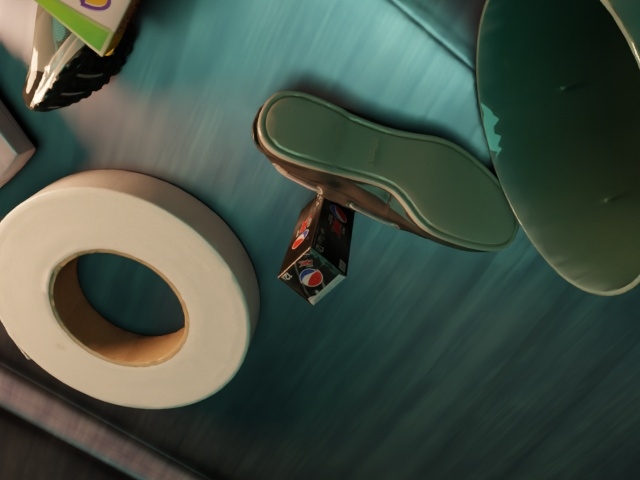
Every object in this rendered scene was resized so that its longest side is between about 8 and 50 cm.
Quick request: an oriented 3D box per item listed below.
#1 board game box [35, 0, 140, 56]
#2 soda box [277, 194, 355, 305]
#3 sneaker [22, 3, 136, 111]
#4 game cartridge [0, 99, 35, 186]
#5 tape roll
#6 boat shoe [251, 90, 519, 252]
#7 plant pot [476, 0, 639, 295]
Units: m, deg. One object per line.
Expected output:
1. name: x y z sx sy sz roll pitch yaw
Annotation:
1. board game box: -0.187 -0.262 0.418 0.124 0.039 0.259 40 141 -18
2. soda box: 0.000 0.000 0.622 0.053 0.169 0.060 40 116 -14
3. sneaker: -0.261 -0.261 0.565 0.108 0.100 0.271 36 111 -2
4. game cartridge: -0.537 -0.127 0.694 0.294 0.060 0.196 -19 111 17
5. tape roll: -0.285 0.087 0.766 0.391 0.072 0.392 4 120 6
6. boat shoe: 0.078 -0.080 0.626 0.335 0.095 0.112 23 83 -9
7. plant pot: 0.309 -0.126 0.458 0.235 0.293 0.293 -18 116 0
